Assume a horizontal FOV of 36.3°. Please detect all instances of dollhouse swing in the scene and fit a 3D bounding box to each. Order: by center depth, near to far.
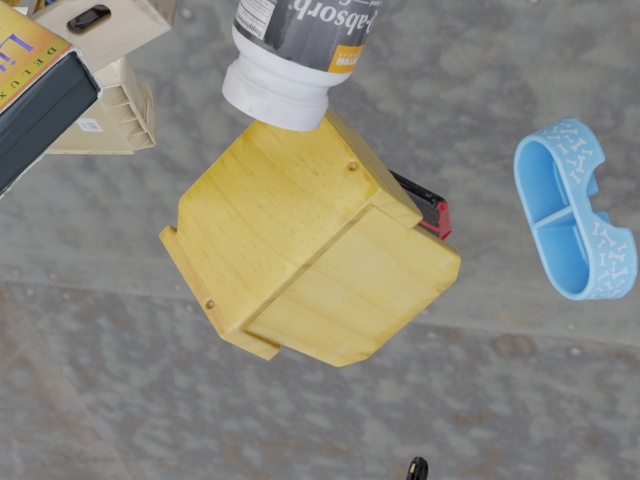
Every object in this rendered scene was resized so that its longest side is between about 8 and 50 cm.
[{"bbox_3d":[0.000,0.000,1.612,0.347,0.305,0.315,-44,63,18],"label":"dollhouse swing"}]

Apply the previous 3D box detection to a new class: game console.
[{"bbox_3d":[0.108,-0.127,2.122,0.387,0.060,0.342,29,170,14],"label":"game console"}]

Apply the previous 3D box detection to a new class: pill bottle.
[{"bbox_3d":[-0.012,-0.282,1.161,0.162,0.162,0.278,24,114,4],"label":"pill bottle"}]

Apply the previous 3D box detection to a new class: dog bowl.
[{"bbox_3d":[0.389,-0.043,1.525,0.166,0.074,0.297,142,112,-69],"label":"dog bowl"}]

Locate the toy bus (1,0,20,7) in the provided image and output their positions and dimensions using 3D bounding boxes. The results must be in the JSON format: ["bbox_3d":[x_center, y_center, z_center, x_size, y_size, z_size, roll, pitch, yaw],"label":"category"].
[{"bbox_3d":[-0.562,-0.426,1.520,0.220,0.149,0.211,35,177,-2],"label":"toy bus"}]

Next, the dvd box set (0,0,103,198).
[{"bbox_3d":[-0.415,-0.117,0.784,0.420,0.307,0.062,32,163,30],"label":"dvd box set"}]

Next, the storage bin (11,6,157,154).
[{"bbox_3d":[-0.386,-0.223,1.410,0.260,0.123,0.262,0,166,1],"label":"storage bin"}]

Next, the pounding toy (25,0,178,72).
[{"bbox_3d":[-0.182,-0.241,0.851,0.141,0.130,0.100,-22,134,25],"label":"pounding toy"}]

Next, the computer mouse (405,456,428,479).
[{"bbox_3d":[0.073,0.355,1.096,0.041,0.242,0.071,20,152,-2],"label":"computer mouse"}]
